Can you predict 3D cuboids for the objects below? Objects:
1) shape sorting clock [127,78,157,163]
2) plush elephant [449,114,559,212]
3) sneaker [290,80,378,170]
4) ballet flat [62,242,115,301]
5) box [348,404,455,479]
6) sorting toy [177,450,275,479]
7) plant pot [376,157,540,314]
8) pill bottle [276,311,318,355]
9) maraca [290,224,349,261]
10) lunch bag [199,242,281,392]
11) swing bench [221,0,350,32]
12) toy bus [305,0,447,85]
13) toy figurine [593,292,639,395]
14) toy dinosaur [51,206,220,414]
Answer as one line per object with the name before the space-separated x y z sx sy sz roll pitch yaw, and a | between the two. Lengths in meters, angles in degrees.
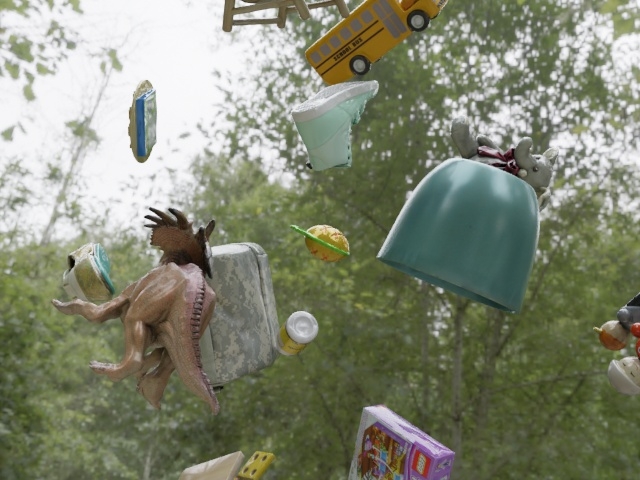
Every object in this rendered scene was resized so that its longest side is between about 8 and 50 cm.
shape sorting clock | -0.439 -0.294 1.832 0.040 0.206 0.206 4 -26 -1
plush elephant | 0.540 -0.197 2.111 0.255 0.271 0.330 -17 -49 31
sneaker | 0.043 -0.231 1.505 0.094 0.256 0.151 4 -61 39
ballet flat | -0.556 0.087 1.758 0.123 0.123 0.348 18 5 -21
box | 0.138 0.493 1.420 0.057 0.293 0.201 0 16 -39
sorting toy | -0.170 0.392 1.108 0.275 0.132 0.046 -27 -70 32
plant pot | 0.287 -0.019 1.435 0.293 0.235 0.293 22 -3 1
pill bottle | -0.051 0.190 1.478 0.065 0.065 0.116 14 -29 -13
maraca | 0.000 0.000 2.118 0.186 0.099 0.127 26 1 9
lunch bag | -0.219 0.153 1.598 0.213 0.305 0.256 -8 2 8
swing bench | -0.071 -0.516 1.325 0.165 0.254 0.253 -3 15 22
toy bus | 0.128 -0.486 1.700 0.333 0.108 0.130 -31 -75 38
toy figurine | 0.531 0.191 1.121 0.213 0.209 0.148 40 -72 -5
toy dinosaur | -0.165 0.062 0.822 0.127 0.200 0.296 48 -9 -34
